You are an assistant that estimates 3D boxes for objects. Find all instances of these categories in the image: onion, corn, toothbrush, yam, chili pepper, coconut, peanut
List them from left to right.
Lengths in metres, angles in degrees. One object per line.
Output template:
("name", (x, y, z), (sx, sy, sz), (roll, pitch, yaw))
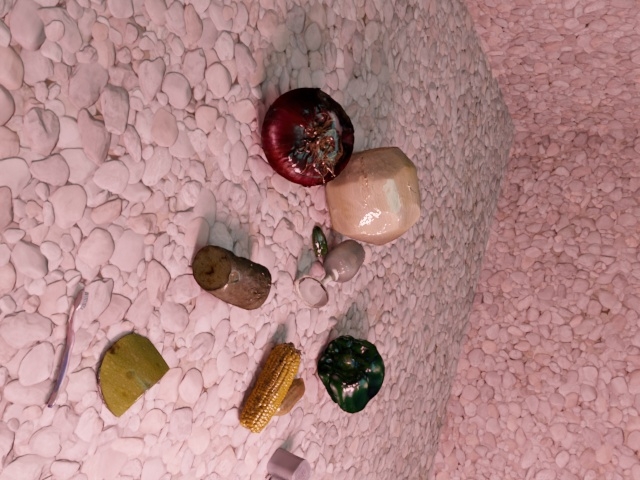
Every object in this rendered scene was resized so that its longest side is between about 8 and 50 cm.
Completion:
("toothbrush", (-0.571, 0.244, 1.324), (0.027, 0.021, 0.270), (23, 78, -50))
("yam", (-0.242, 0.114, 1.685), (0.254, 0.153, 0.154), (36, 67, -56))
("corn", (-0.156, 0.474, 1.907), (0.318, 0.115, 0.115), (-63, 142, -24))
("peanut", (-0.115, 0.538, 2.007), (0.194, 0.083, 0.094), (-25, 103, -51))
("onion", (-0.048, -0.325, 1.829), (0.313, 0.232, 0.314), (-6, 101, -30))
("chili pepper", (0.117, 0.514, 2.240), (0.248, 0.233, 0.257), (-36, 135, -28))
("coconut", (0.186, -0.148, 2.100), (0.346, 0.346, 0.361), (-26, 110, -52))

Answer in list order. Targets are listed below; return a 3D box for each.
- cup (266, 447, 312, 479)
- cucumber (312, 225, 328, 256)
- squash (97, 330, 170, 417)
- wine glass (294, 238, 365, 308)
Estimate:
("cup", (-0.118, 0.801, 2.021), (0.128, 0.129, 0.095), (-45, 124, -38))
("cucumber", (0.000, 0.000, 2.119), (0.067, 0.035, 0.108), (-40, 126, -44))
("squash", (-0.455, 0.330, 1.458), (0.192, 0.085, 0.184), (-48, 134, -42))
("wine glass", (0.046, 0.111, 2.117), (0.321, 0.143, 0.144), (-41, 128, -45))
